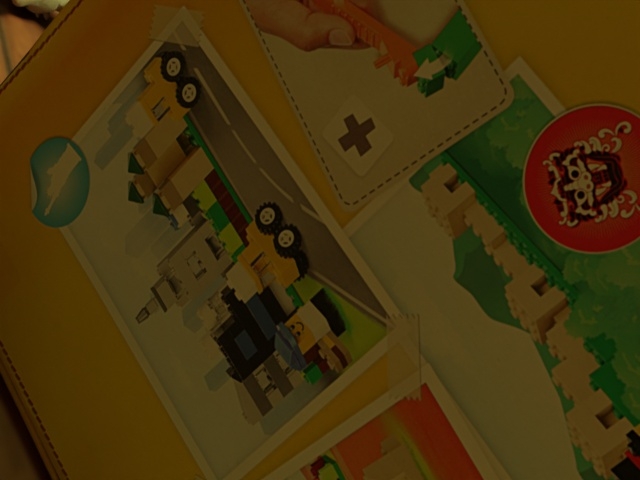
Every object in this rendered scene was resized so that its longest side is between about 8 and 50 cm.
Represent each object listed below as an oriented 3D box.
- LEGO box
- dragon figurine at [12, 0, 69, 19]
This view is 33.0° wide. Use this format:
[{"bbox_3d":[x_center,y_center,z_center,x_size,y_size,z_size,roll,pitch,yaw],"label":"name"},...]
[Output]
[{"bbox_3d":[0.085,0.061,0.470,0.193,0.372,0.500,1,53,-58],"label":"LEGO box"},{"bbox_3d":[-0.097,-0.143,0.803,0.289,0.085,0.144,12,44,-50],"label":"dragon figurine"}]
